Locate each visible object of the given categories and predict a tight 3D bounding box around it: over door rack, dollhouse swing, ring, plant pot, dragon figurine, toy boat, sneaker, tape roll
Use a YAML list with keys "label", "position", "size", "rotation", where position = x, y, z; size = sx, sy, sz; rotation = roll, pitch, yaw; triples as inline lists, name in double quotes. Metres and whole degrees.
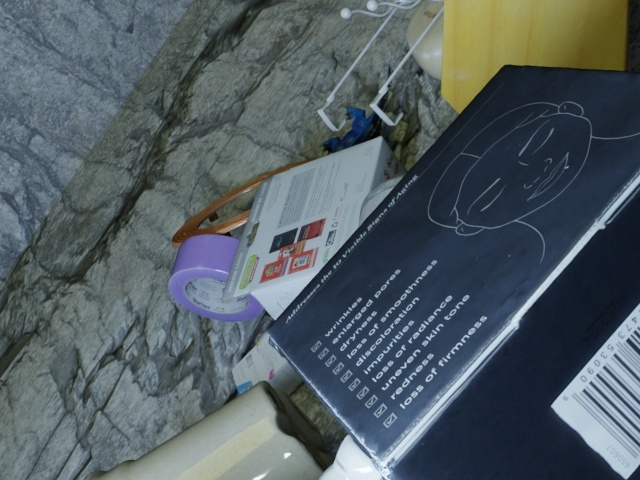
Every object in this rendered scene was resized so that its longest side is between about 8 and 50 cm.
- label: "over door rack"
  position: [0.110, -0.364, 2.011]
  size: [0.239, 0.108, 0.324]
  rotation: [7, 70, 65]
- label: "dollhouse swing"
  position: [0.375, -0.382, 1.812]
  size: [0.346, 0.305, 0.315]
  rotation: [5, 26, 26]
- label: "ring"
  position: [-0.145, -0.069, 2.236]
  size: [0.336, 0.032, 0.336]
  rotation: [-26, 14, 7]
- label: "plant pot"
  position: [-0.131, 0.386, 1.658]
  size: [0.305, 0.334, 0.334]
  rotation: [-40, 32, 3]
- label: "dragon figurine"
  position: [0.084, -0.187, 2.109]
  size: [0.289, 0.085, 0.144]
  rotation: [-50, 31, 8]
- label: "toy boat"
  position: [0.300, -0.425, 2.019]
  size: [0.318, 0.148, 0.267]
  rotation: [-55, 25, 13]
- label: "sneaker"
  position: [0.088, 0.353, 1.373]
  size: [0.118, 0.292, 0.110]
  rotation: [-46, 32, -1]
- label: "tape roll"
  position: [-0.190, 0.073, 2.125]
  size: [0.189, 0.189, 0.080]
  rotation: [-23, 42, 41]

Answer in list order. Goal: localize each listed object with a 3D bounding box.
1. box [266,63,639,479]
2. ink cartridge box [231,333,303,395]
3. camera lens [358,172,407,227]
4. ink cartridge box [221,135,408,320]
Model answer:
- label: "box"
  position: [0.238, 0.073, 1.238]
  size: [0.480, 0.297, 0.472]
  rotation: [-48, 20, -3]
- label: "ink cartridge box"
  position: [-0.066, 0.209, 1.949]
  size: [0.181, 0.061, 0.104]
  rotation: [-46, 32, 13]
- label: "camera lens"
  position: [0.154, 0.053, 1.652]
  size: [0.219, 0.219, 0.274]
  rotation: [-25, 42, 39]
- label: "ink cartridge box"
  position: [0.000, 0.000, 1.926]
  size: [0.271, 0.130, 0.309]
  rotation: [-16, 39, 32]
